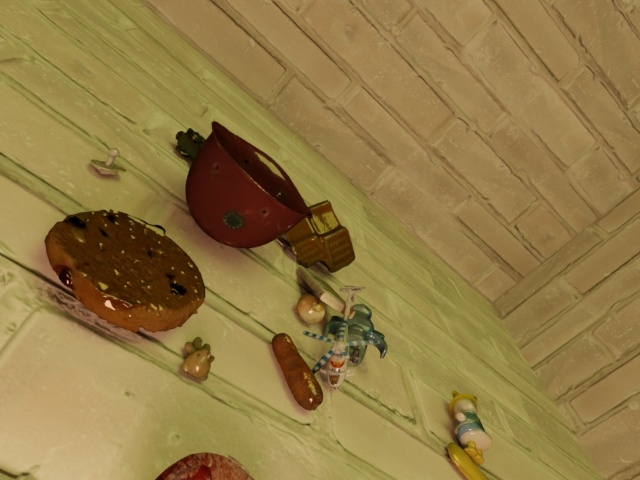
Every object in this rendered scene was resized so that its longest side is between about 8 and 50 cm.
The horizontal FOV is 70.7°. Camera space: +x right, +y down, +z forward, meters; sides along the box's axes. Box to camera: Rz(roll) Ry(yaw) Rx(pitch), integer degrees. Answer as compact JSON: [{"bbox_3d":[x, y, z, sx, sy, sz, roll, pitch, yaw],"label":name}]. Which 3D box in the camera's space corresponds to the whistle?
[{"bbox_3d":[0.099,0.261,1.267,0.180,0.093,0.269,20,20,1],"label":"whistle"}]

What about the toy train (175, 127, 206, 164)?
[{"bbox_3d":[-0.354,-0.261,1.429,0.225,0.090,0.137,44,11,-2],"label":"toy train"}]

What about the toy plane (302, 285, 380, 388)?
[{"bbox_3d":[0.047,0.240,1.136,0.273,0.182,0.107,-101,-174,-52],"label":"toy plane"}]

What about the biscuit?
[{"bbox_3d":[-0.337,0.053,0.804,0.296,0.075,0.296,36,16,-12],"label":"biscuit"}]

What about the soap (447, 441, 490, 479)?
[{"bbox_3d":[0.409,0.628,1.233,0.168,0.033,0.089,48,21,10],"label":"soap"}]

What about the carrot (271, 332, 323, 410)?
[{"bbox_3d":[-0.055,0.275,0.965,0.060,0.060,0.186,20,28,-52],"label":"carrot"}]

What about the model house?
[{"bbox_3d":[-0.010,0.005,1.524,0.268,0.173,0.239,-26,83,-38],"label":"model house"}]

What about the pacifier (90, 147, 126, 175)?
[{"bbox_3d":[-0.479,-0.182,1.025,0.068,0.064,0.083,32,14,19],"label":"pacifier"}]

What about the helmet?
[{"bbox_3d":[-0.213,-0.110,1.176,0.337,0.230,0.385,42,10,-11],"label":"helmet"}]

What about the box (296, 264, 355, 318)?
[{"bbox_3d":[0.012,0.146,1.316,0.122,0.032,0.220,37,1,-26],"label":"box"}]

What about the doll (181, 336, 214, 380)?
[{"bbox_3d":[-0.219,0.208,0.805,0.061,0.051,0.093,38,-9,-18],"label":"doll"}]

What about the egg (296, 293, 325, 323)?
[{"bbox_3d":[-0.028,0.180,1.202,0.071,0.071,0.083,31,13,-37],"label":"egg"}]

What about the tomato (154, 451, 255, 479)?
[{"bbox_3d":[-0.137,0.375,0.530,0.225,0.085,0.225,43,18,-18],"label":"tomato"}]

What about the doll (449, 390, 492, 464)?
[{"bbox_3d":[0.455,0.558,1.384,0.135,0.099,0.241,18,22,-7],"label":"doll"}]
